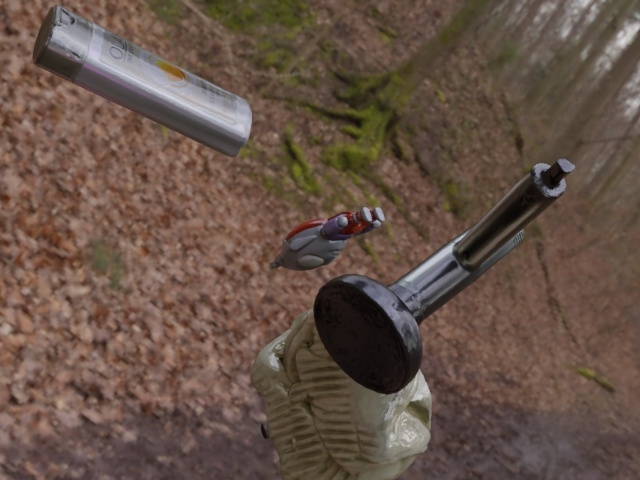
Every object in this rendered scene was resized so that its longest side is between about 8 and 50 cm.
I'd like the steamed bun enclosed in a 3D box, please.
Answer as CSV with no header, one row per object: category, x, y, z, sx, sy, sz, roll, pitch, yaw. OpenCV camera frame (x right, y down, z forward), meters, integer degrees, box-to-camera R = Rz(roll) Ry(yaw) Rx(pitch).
steamed bun,0.058,0.281,1.667,0.237,0.394,0.346,-6,28,-44

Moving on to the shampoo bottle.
shampoo bottle,-0.180,-0.162,0.974,0.227,0.056,0.086,25,31,-27

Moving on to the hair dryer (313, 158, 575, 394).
hair dryer,0.156,0.003,1.148,0.155,0.320,0.284,41,-29,22

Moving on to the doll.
doll,0.000,0.000,1.461,0.102,0.227,0.075,1,67,-51
